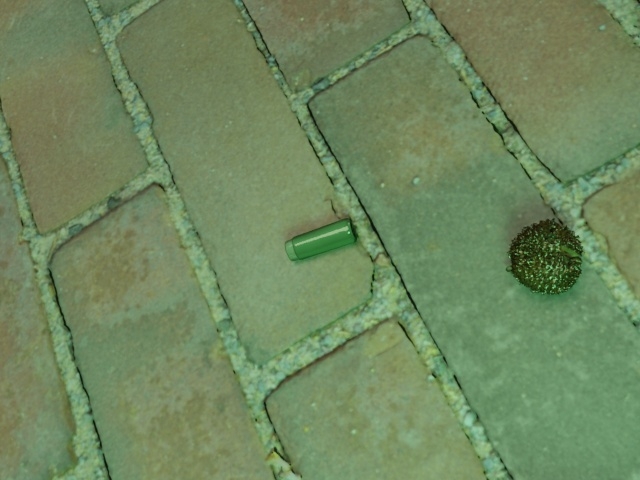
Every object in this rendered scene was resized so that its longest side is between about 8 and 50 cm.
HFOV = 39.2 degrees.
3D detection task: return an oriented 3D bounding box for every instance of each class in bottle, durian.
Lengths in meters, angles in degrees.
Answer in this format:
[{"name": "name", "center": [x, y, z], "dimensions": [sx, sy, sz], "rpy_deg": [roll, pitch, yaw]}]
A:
[{"name": "bottle", "center": [0.000, 0.000, 1.056], "dimensions": [0.083, 0.030, 0.030], "rpy_deg": [-19, 60, 12]}, {"name": "durian", "center": [0.232, 0.020, 0.939], "dimensions": [0.091, 0.080, 0.080], "rpy_deg": [-29, 54, 40]}]
